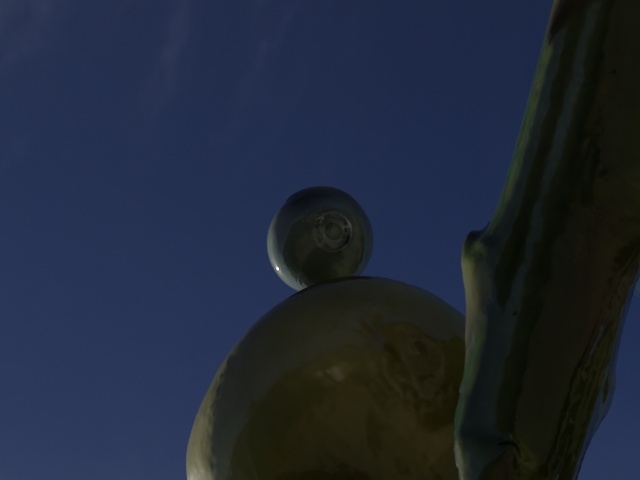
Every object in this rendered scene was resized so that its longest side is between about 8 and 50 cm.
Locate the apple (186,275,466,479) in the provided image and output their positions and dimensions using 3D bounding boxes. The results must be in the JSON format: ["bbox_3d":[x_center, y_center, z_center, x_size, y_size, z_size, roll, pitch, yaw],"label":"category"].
[{"bbox_3d":[0.035,0.179,1.204,0.292,0.254,0.292,-37,-26,-21],"label":"apple"}]

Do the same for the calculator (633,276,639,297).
[{"bbox_3d":[0.312,-0.066,1.099,0.054,0.386,0.256,31,-85,-11],"label":"calculator"}]

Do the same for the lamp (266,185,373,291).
[{"bbox_3d":[0.000,0.000,1.356,0.105,0.105,0.105,-6,-58,-10],"label":"lamp"}]

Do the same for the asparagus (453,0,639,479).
[{"bbox_3d":[0.115,-0.023,0.612,0.082,0.085,0.343,15,-90,-30],"label":"asparagus"}]
